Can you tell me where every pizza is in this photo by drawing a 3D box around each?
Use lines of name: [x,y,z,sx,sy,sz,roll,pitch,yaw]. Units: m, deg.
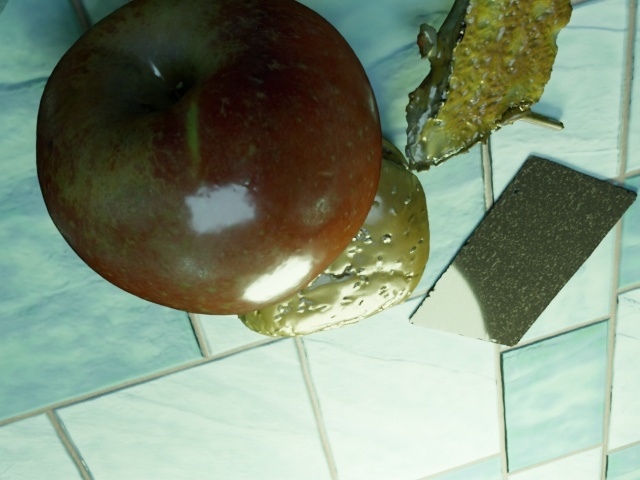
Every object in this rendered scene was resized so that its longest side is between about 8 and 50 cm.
pizza: [0.188,-0.211,1.174,0.189,0.071,0.297,5,114,-31]

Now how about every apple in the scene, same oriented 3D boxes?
apple: [-0.106,-0.092,1.016,0.348,0.348,0.277,-22,147,1]

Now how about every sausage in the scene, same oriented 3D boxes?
sausage: [0.283,-0.159,1.312,0.100,0.015,0.015,10,125,-27]

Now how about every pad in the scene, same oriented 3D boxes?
pad: [0.300,0.028,1.489,0.220,0.004,0.330,16,123,-29]

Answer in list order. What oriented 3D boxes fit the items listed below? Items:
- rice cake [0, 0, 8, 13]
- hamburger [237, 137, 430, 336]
rice cake: [-0.318,-0.265,0.993,0.045,0.042,0.245,27,118,-32]
hamburger: [0.001,0.000,1.269,0.283,0.145,0.260,-16,133,-3]
